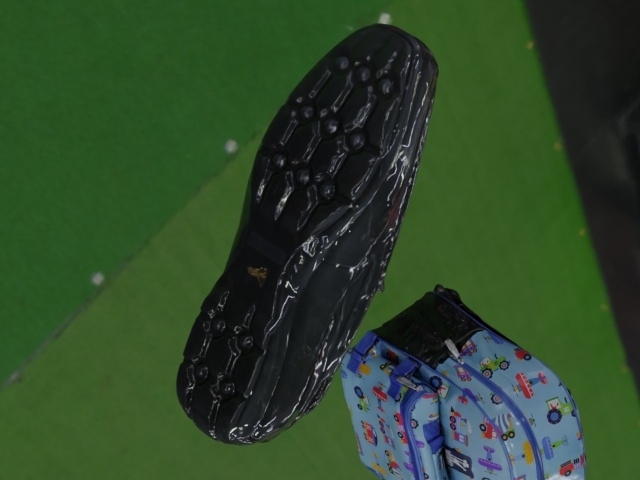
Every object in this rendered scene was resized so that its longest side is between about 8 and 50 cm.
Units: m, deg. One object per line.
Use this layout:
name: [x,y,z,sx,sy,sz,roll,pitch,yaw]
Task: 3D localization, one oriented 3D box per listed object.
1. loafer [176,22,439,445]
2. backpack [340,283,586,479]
loafer: [0.000,0.000,0.586,0.078,0.076,0.223,7,112,-54]
backpack: [0.115,0.142,0.903,0.117,0.173,0.158,-29,127,-26]
